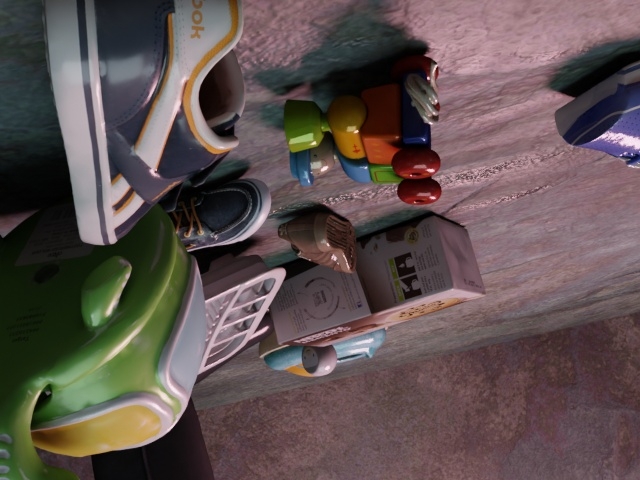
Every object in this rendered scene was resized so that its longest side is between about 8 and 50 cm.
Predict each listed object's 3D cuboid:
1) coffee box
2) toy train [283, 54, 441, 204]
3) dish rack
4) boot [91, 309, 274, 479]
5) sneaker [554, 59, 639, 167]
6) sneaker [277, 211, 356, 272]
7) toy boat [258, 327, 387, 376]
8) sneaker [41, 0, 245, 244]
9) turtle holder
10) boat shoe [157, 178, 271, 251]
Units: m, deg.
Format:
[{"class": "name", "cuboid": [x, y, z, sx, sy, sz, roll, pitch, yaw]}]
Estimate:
[{"class": "coffee box", "cuboid": [0.083, 0.070, 1.438, 0.297, 0.118, 0.168, -20, 165, 23]}, {"class": "toy train", "cuboid": [0.031, -0.106, 0.802, 0.144, 0.105, 0.248, -2, 167, 8]}, {"class": "dish rack", "cuboid": [-0.223, 0.136, 1.289, 0.333, 0.072, 0.285, -26, 161, -33]}, {"class": "boot", "cuboid": [-0.206, 0.341, 1.549, 0.367, 0.444, 0.146, -13, 165, -3]}, {"class": "sneaker", "cuboid": [0.419, -0.094, 0.998, 0.316, 0.182, 0.127, -4, 161, -34]}, {"class": "sneaker", "cuboid": [0.000, 0.000, 1.250, 0.071, 0.066, 0.188, 0, 164, 16]}, {"class": "toy boat", "cuboid": [0.001, 0.203, 1.807, 0.268, 0.148, 0.318, -14, 166, 4]}, {"class": "sneaker", "cuboid": [-0.124, -0.083, 0.671, 0.128, 0.126, 0.321, -6, 164, -14]}, {"class": "turtle holder", "cuboid": [-0.212, 0.103, 0.869, 0.243, 0.320, 0.227, -28, 129, -4]}, {"class": "boat shoe", "cuboid": [-0.144, -0.020, 1.001, 0.183, 0.065, 0.083, -21, 168, 33]}]
